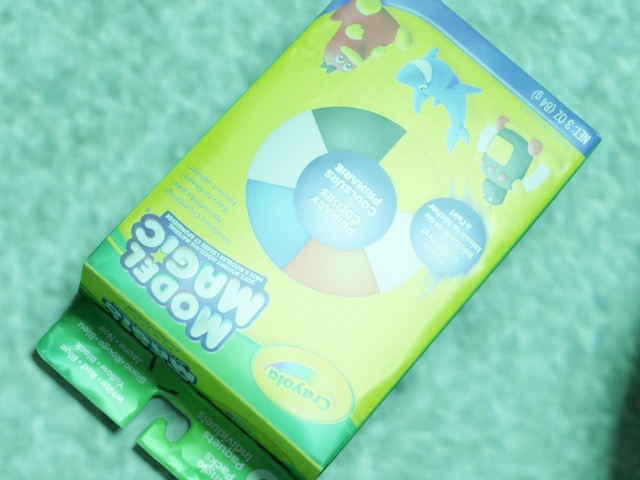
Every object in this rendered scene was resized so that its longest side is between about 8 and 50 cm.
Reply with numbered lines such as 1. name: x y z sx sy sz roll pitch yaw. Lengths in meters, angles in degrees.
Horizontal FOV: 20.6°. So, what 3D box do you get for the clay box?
1. clay box: 0.000 0.000 0.730 0.127 0.053 0.222 40 69 3
